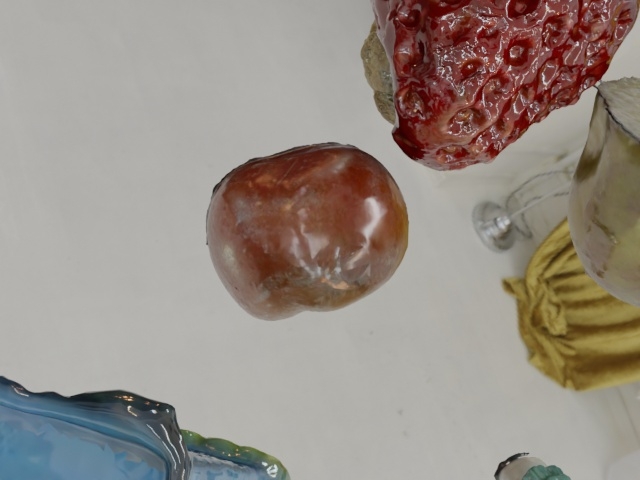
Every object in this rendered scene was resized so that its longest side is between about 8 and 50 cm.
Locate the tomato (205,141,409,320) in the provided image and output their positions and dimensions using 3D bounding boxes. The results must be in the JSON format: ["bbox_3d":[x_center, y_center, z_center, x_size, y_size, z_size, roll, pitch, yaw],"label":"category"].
[{"bbox_3d":[0.000,0.000,0.720,0.214,0.155,0.181,-26,116,-12],"label":"tomato"}]

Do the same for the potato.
[{"bbox_3d":[0.403,-0.027,0.826,0.288,0.237,0.301,12,34,-8],"label":"potato"}]

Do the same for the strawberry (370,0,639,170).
[{"bbox_3d":[0.182,-0.227,0.723,0.295,0.317,0.345,19,61,-1],"label":"strawberry"}]

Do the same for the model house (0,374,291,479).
[{"bbox_3d":[-0.153,0.229,0.510,0.303,0.237,0.216,53,47,-63],"label":"model house"}]

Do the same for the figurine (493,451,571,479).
[{"bbox_3d":[0.255,0.294,0.676,0.110,0.245,0.138,-7,107,-19],"label":"figurine"}]

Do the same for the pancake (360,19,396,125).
[{"bbox_3d":[0.268,-0.335,1.333,0.386,0.387,0.082,32,47,-20],"label":"pancake"}]
